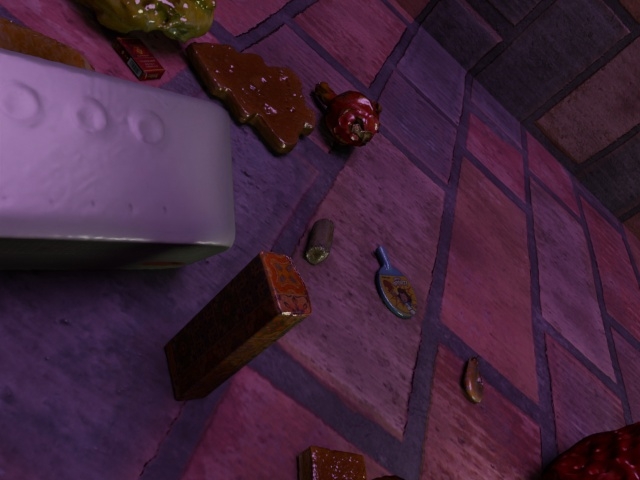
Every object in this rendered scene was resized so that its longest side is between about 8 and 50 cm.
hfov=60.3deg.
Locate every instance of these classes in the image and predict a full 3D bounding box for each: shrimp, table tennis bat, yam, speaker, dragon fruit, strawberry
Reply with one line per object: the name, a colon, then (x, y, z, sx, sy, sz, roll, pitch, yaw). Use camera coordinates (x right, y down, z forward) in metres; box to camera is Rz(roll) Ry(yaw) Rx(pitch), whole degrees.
shrimp: (0.297, 0.267, 1.058, 0.059, 0.023, 0.108, 53, 34, -9)
table tennis bat: (0.142, 0.081, 1.076, 0.100, 0.019, 0.155, 8, 53, -41)
yam: (0.000, 0.000, 0.983, 0.043, 0.043, 0.094, 34, 36, -19)
speaker: (-0.290, -0.071, 0.610, 0.406, 0.183, 0.184, 3, 73, -45)
dragon fruit: (0.051, -0.303, 1.278, 0.246, 0.125, 0.125, 48, -1, 36)
strawberry: (0.545, 0.458, 0.939, 0.345, 0.295, 0.317, 0, 14, -18)

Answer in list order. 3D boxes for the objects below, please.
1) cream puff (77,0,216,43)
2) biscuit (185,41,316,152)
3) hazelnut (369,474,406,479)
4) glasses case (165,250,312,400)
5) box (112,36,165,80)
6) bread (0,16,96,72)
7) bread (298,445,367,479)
cream puff: (-0.314, -0.485, 0.990, 0.282, 0.185, 0.281, 28, 33, -20)
biscuit: (-0.140, -0.312, 1.136, 0.301, 0.043, 0.278, 30, 41, -21)
hazelnut: (0.052, 0.352, 0.595, 0.202, 0.160, 0.170, -5, 71, -12)
glasses case: (-0.099, 0.103, 0.622, 0.049, 0.218, 0.075, 9, 50, -43)
box: (-0.319, -0.321, 0.971, 0.082, 0.023, 0.051, 50, 33, 4)
bread: (-0.381, -0.199, 0.721, 0.196, 0.102, 0.138, 15, 49, -41)
bread: (0.017, 0.315, 0.700, 0.094, 0.035, 0.090, 23, 42, -32)
